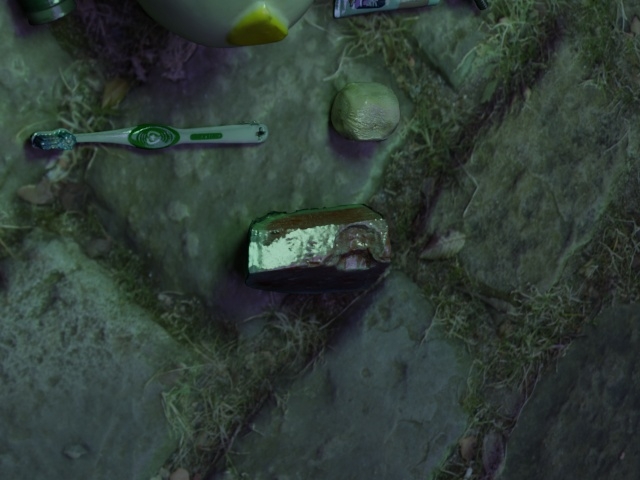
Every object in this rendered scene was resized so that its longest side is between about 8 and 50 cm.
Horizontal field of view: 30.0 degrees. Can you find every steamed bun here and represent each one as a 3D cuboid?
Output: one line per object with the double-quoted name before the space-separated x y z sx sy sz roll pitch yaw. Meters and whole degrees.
"steamed bun" -0.149 -0.445 1.644 0.334 0.334 0.374 -45 126 -16

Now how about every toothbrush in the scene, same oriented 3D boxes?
"toothbrush" -0.254 -0.162 1.857 0.418 0.040 0.042 -7 108 -40

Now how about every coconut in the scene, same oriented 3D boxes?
"coconut" 0.084 -0.215 2.041 0.125 0.110 0.110 0 106 -30

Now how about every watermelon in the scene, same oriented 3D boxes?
"watermelon" 0.000 0.000 1.994 0.318 0.226 0.148 6 75 -49

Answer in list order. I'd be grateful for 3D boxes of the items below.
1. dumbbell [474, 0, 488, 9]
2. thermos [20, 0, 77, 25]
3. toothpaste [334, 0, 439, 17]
"dumbbell" 0.231 -0.487 2.064 0.110 0.110 0.254 -52 135 -11
"thermos" -0.405 -0.392 1.634 0.083 0.073 0.187 -63 141 -52
"toothpaste" 0.113 -0.413 2.040 0.205 0.036 0.056 -9 110 -30
